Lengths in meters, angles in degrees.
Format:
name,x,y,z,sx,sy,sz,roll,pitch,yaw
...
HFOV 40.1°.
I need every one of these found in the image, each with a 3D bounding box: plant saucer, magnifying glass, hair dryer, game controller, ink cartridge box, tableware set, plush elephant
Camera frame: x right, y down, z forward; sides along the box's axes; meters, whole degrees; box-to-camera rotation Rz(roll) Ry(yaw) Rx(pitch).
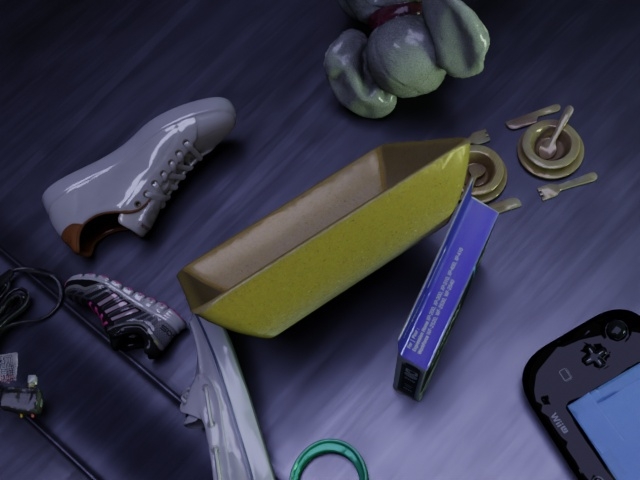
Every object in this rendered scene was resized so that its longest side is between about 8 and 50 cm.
name,x,y,z,sx,sy,sz,roll,pitch,yaw
plant saucer,0.000,0.000,1.027,0.333,0.333,0.081,-32,101,-8
magnifying glass,-0.007,0.339,0.992,0.092,0.026,0.231,11,68,12
hair dryer,-0.479,0.152,1.128,0.294,0.080,0.223,-6,49,-2
game controller,0.365,0.235,0.970,0.166,0.067,0.319,-28,64,-6
ink cartridge box,0.141,0.062,0.998,0.045,0.208,0.206,23,71,13
tableware set,0.254,-0.109,1.156,0.194,0.039,0.128,-19,65,-2
plush elephant,0.128,-0.309,1.167,0.272,0.255,0.330,-4,18,47

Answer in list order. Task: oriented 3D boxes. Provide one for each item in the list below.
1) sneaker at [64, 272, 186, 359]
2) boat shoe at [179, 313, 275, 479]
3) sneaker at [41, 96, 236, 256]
name,x,y,z,sx,sy,sz,roll,pitch,yaw
sneaker,-0.259,0.099,1.113,0.170,0.063,0.074,22,64,11
boat shoe,-0.124,0.195,1.035,0.084,0.095,0.258,-18,63,-6
sneaker,-0.222,-0.076,1.175,0.290,0.106,0.123,-32,69,4
